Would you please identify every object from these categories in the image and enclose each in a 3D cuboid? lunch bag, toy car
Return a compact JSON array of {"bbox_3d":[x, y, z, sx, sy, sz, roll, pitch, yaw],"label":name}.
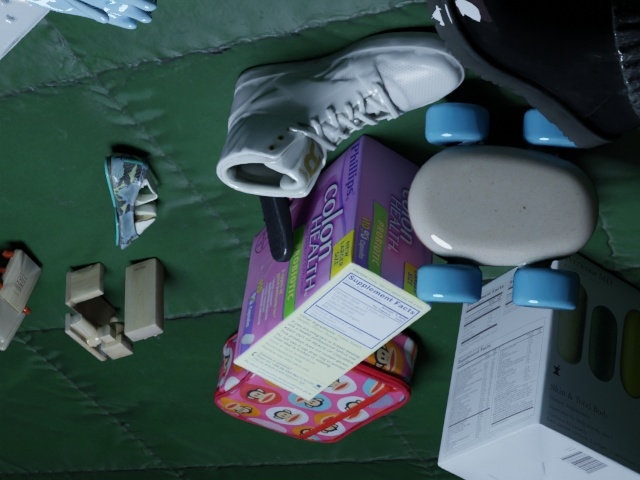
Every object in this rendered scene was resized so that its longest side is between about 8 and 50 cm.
[{"bbox_3d":[0.005,0.202,2.082,0.258,0.120,0.293,23,147,-21],"label":"lunch bag"},{"bbox_3d":[0.211,-0.030,1.629,0.210,0.219,0.238,3,175,7],"label":"toy car"}]

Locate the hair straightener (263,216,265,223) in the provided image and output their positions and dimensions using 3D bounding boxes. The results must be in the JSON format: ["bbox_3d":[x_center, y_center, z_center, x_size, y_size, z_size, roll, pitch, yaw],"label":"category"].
[{"bbox_3d":[0.000,0.000,1.855,0.089,0.047,0.230,-17,132,23],"label":"hair straightener"}]

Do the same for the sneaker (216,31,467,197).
[{"bbox_3d":[0.021,-0.125,1.540,0.292,0.169,0.108,-11,138,30],"label":"sneaker"}]

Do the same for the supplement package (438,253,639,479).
[{"bbox_3d":[0.304,0.187,1.810,0.199,0.263,0.198,29,143,-22],"label":"supplement package"}]

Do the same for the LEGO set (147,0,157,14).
[{"bbox_3d":[-0.257,-0.316,1.454,0.244,0.060,0.182,28,170,-25],"label":"LEGO set"}]

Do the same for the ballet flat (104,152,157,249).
[{"bbox_3d":[-0.245,-0.048,1.846,0.070,0.070,0.188,11,150,3],"label":"ballet flat"}]

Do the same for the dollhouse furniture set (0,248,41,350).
[{"bbox_3d":[-0.557,0.068,2.075,0.259,0.135,0.262,10,155,24],"label":"dollhouse furniture set"}]

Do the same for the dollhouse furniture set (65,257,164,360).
[{"bbox_3d":[-0.275,0.112,2.041,0.151,0.144,0.123,-18,142,18],"label":"dollhouse furniture set"}]

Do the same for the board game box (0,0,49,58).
[{"bbox_3d":[-0.544,-0.286,1.534,0.390,0.050,0.390,30,142,-27],"label":"board game box"}]

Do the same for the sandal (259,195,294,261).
[{"bbox_3d":[-0.049,-0.064,1.684,0.040,0.179,0.067,-10,180,-23],"label":"sandal"}]

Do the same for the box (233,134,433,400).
[{"bbox_3d":[0.018,0.036,1.697,0.117,0.213,0.243,30,132,-23],"label":"box"}]

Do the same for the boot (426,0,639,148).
[{"bbox_3d":[0.290,-0.218,1.332,0.260,0.131,0.348,-11,150,43],"label":"boot"}]

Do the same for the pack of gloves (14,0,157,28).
[{"bbox_3d":[-0.273,-0.275,1.375,0.232,0.046,0.195,12,151,-1],"label":"pack of gloves"}]
